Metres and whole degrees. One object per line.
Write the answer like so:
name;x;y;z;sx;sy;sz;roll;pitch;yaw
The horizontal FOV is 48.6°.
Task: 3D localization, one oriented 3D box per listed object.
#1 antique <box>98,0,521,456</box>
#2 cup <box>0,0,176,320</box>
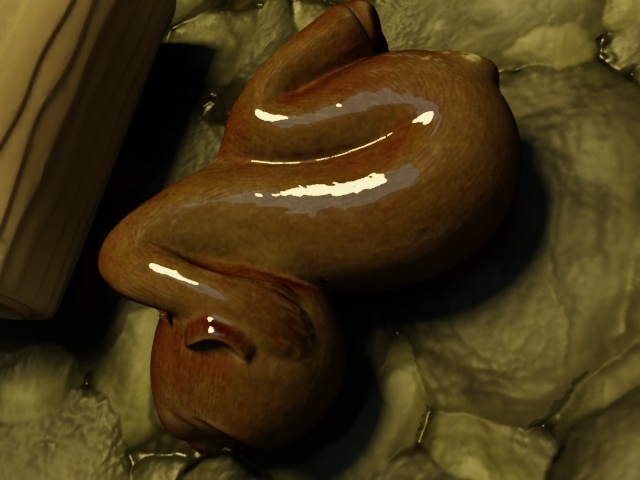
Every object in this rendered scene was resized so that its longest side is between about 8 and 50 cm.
antique;0.000;0.000;0.383;0.143;0.121;0.257;36;78;26
cup;-0.268;-0.101;0.512;0.288;0.208;0.273;4;70;28
